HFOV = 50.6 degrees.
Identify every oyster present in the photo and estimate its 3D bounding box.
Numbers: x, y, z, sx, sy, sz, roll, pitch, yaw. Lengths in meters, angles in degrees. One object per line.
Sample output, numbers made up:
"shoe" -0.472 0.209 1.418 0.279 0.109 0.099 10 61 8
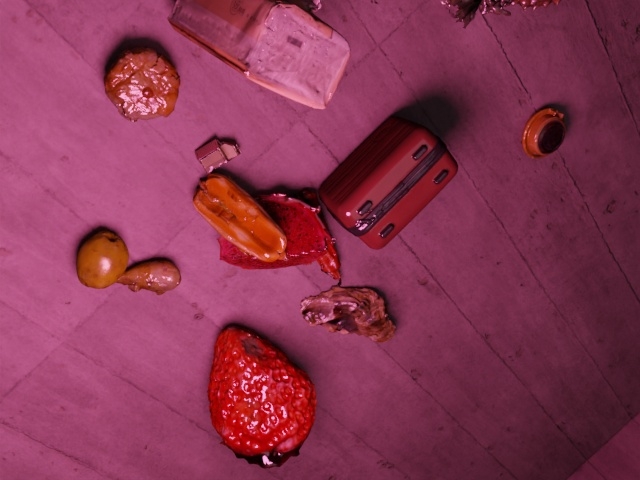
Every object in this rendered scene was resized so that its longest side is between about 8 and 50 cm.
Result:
"oyster" 0.083 0.213 1.840 0.294 0.094 0.166 3 123 -20

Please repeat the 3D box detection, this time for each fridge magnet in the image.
"fridge magnet" 0.608 -0.288 1.832 0.143 0.063 0.143 -12 119 -23

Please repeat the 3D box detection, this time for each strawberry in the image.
"strawberry" -0.145 0.380 1.711 0.291 0.291 0.310 9 95 -29

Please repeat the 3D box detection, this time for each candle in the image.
"candle" 0.000 0.000 1.697 0.084 0.059 0.302 -23 124 6

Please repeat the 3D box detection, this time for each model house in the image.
"model house" -0.226 -0.194 1.493 0.083 0.057 0.058 -30 100 14

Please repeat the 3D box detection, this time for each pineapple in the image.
"pineapple" 0.450 -0.595 1.548 0.361 0.175 0.175 -18 123 -1

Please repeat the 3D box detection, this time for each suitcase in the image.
"suitcase" 0.154 -0.140 1.592 0.297 0.236 0.161 -46 115 3

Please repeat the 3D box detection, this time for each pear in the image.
"pear" -0.473 0.045 1.469 0.107 0.107 0.131 11 110 -30

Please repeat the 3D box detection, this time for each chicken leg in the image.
"chicken leg" -0.410 0.089 1.549 0.178 0.070 0.093 -2 123 -17

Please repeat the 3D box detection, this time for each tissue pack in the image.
"tissue pack" -0.098 -0.415 1.250 0.238 0.305 0.239 -23 133 -27

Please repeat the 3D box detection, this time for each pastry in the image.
"pastry" -0.353 -0.310 1.347 0.153 0.081 0.153 -7 109 -22

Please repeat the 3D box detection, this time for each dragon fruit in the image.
"dragon fruit" -0.101 -0.023 1.593 0.274 0.161 0.126 -5 165 1

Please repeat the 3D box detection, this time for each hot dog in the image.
"hot dog" -0.174 -0.045 1.496 0.269 0.072 0.109 42 95 5
